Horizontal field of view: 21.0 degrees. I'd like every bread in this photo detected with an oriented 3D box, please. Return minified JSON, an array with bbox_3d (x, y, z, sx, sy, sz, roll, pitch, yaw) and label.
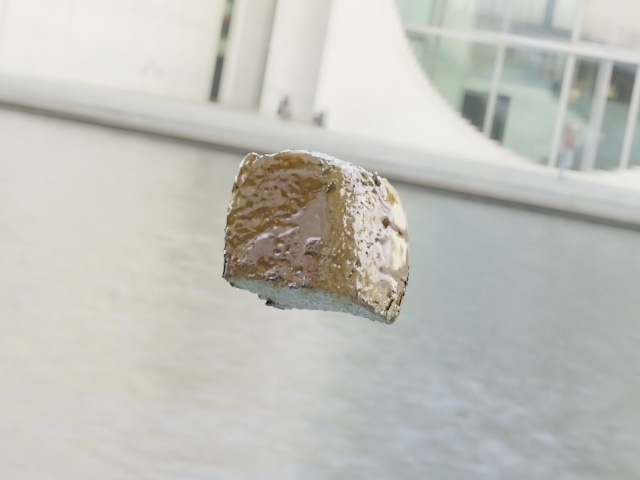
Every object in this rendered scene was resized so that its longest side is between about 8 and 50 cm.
[{"bbox_3d":[0.002,-0.001,0.832,0.077,0.070,0.083,6,-9,29],"label":"bread"}]
